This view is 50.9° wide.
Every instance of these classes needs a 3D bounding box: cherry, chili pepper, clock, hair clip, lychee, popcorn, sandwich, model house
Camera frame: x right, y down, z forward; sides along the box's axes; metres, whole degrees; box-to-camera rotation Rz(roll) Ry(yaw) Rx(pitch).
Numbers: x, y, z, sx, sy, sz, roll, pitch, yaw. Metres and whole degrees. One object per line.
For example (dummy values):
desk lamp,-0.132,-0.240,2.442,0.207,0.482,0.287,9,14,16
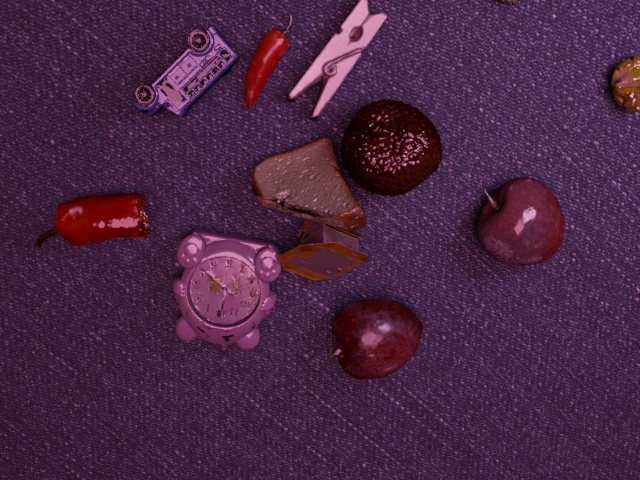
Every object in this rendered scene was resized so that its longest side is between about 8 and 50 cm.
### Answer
cherry,0.158,0.274,1.900,0.300,0.203,0.230,-13,102,-13
cherry,0.539,-0.049,1.827,0.285,0.213,0.236,39,108,-20
chili pepper,-0.645,-0.051,1.825,0.338,0.131,0.135,-7,94,1
clock,-0.269,0.141,1.895,0.295,0.113,0.322,10,104,-5
hair clip,0.044,-0.477,1.770,0.101,0.085,0.331,36,99,-2
lychee,0.183,-0.237,1.751,0.260,0.260,0.261,0,104,-2
popcorn,0.844,-0.419,1.800,0.125,0.126,0.145,12,121,20
chili pepper,-0.143,-0.476,1.777,0.071,0.063,0.272,32,103,4
sandwich,-0.038,-0.118,1.768,0.254,0.289,0.100,-22,147,-2
model house,0.000,0.000,1.849,0.219,0.136,0.207,21,144,-33

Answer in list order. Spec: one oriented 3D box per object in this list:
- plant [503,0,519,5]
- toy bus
plant,0.507,-0.670,1.732,0.121,0.104,0.117,-11,93,-6
toy bus,-0.350,-0.419,1.749,0.292,0.125,0.133,-43,102,6
